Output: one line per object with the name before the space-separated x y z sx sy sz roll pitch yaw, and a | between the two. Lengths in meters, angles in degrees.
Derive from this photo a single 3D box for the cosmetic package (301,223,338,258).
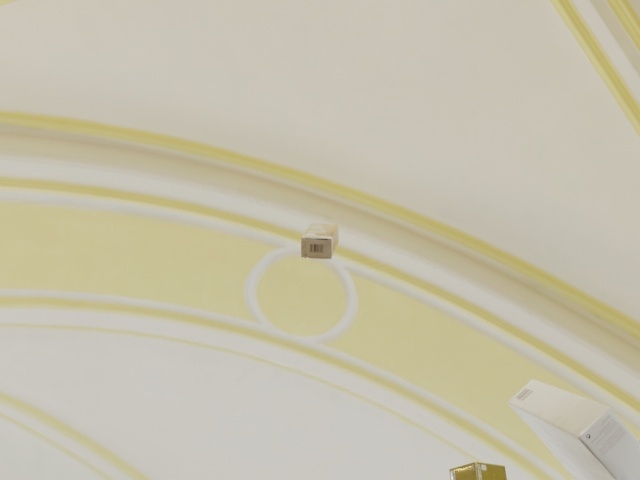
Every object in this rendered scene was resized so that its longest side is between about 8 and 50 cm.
cosmetic package | 0.000 0.000 1.326 0.060 0.115 0.041 2 -75 6

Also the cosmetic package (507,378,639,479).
cosmetic package | 0.594 0.459 1.500 0.097 0.377 0.284 -39 -88 -6

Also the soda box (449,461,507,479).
soda box | 0.228 0.405 0.955 0.061 0.181 0.058 16 -34 -28
